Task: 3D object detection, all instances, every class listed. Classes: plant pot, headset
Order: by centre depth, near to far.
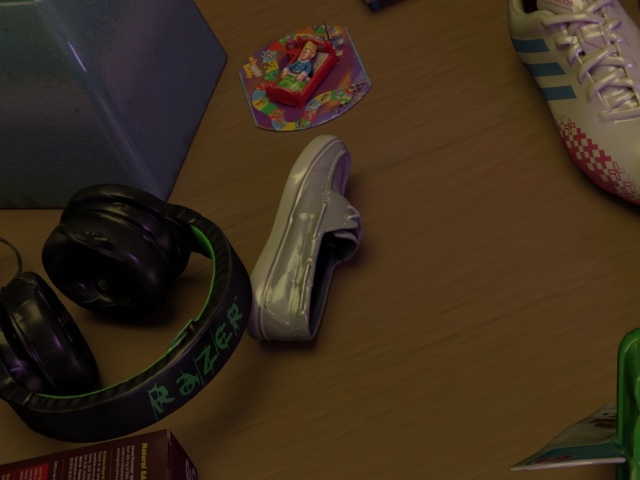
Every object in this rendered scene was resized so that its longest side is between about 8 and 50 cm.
[{"bbox_3d":[-0.245,0.037,1.275,0.394,0.185,0.243,16,56,43],"label":"headset"},{"bbox_3d":[-0.281,-0.208,1.467,0.248,0.252,0.247,1,50,22],"label":"plant pot"}]

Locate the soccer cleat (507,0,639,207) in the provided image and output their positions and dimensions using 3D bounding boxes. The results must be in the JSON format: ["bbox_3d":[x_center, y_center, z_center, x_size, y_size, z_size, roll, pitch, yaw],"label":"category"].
[{"bbox_3d":[0.257,-0.164,1.292,0.116,0.143,0.331,-25,46,-2],"label":"soccer cleat"}]

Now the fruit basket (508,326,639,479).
[{"bbox_3d":[0.321,0.121,0.905,0.327,0.353,0.165,0,95,22],"label":"fruit basket"}]

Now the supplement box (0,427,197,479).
[{"bbox_3d":[-0.227,0.251,1.153,0.239,0.073,0.130,-13,47,11],"label":"supplement box"}]

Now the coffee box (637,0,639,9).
[{"bbox_3d":[0.504,-0.354,1.232,0.334,0.337,0.338,-36,46,-13],"label":"coffee box"}]

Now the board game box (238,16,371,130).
[{"bbox_3d":[-0.024,-0.190,1.502,0.133,0.033,0.168,-21,45,2],"label":"board game box"}]

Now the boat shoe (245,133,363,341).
[{"bbox_3d":[0.000,0.000,1.298,0.081,0.079,0.227,9,59,20],"label":"boat shoe"}]

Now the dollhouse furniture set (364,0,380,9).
[{"bbox_3d":[0.121,-0.392,1.514,0.303,0.198,0.286,-24,45,0],"label":"dollhouse furniture set"}]
